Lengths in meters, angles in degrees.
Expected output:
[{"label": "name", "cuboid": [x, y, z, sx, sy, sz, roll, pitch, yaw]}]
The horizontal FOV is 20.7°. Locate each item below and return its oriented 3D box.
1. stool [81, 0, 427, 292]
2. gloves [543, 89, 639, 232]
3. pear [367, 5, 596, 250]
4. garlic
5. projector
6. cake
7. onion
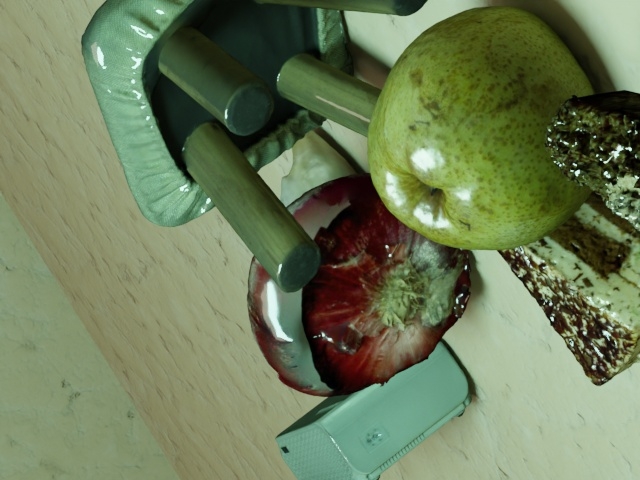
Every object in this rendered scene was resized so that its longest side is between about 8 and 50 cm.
[{"label": "stool", "cuboid": [-0.043, -0.150, 1.782, 0.226, 0.310, 0.310, 34, 153, 39]}, {"label": "gloves", "cuboid": [0.323, -0.028, 1.430, 0.312, 0.135, 0.210, 39, -174, -21]}, {"label": "pear", "cuboid": [0.148, -0.091, 1.599, 0.188, 0.211, 0.228, 7, 131, 59]}, {"label": "garlic", "cuboid": [0.003, -0.002, 2.154, 0.196, 0.151, 0.338, 47, 160, 52]}, {"label": "projector", "cuboid": [0.069, 0.234, 2.276, 0.108, 0.198, 0.250, 54, 160, 1]}, {"label": "cake", "cuboid": [0.252, 0.003, 1.671, 0.246, 0.112, 0.135, 54, 156, 9]}, {"label": "onion", "cuboid": [0.025, 0.042, 1.987, 0.195, 0.272, 0.272, 35, 153, 56]}]
